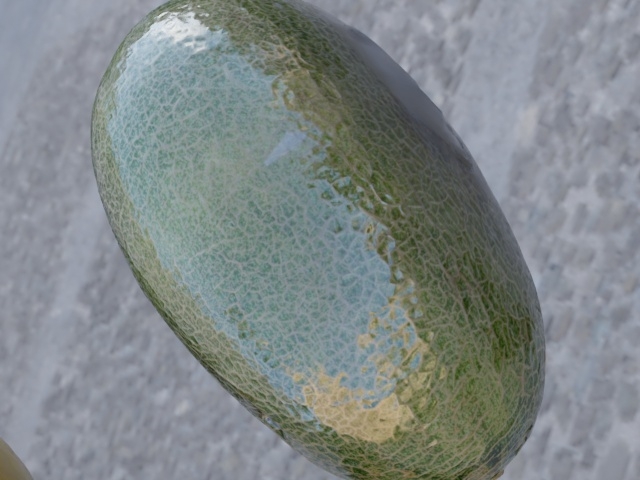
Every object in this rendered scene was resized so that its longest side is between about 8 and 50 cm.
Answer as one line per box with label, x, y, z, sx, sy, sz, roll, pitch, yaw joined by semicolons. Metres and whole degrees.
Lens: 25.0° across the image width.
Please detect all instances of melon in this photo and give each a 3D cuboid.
melon;0.000;0.000;0.402;0.162;0.099;0.099;52;126;18

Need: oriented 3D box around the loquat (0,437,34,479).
loquat;-0.264;0.185;0.776;0.244;0.244;0.244;-44;35;42
